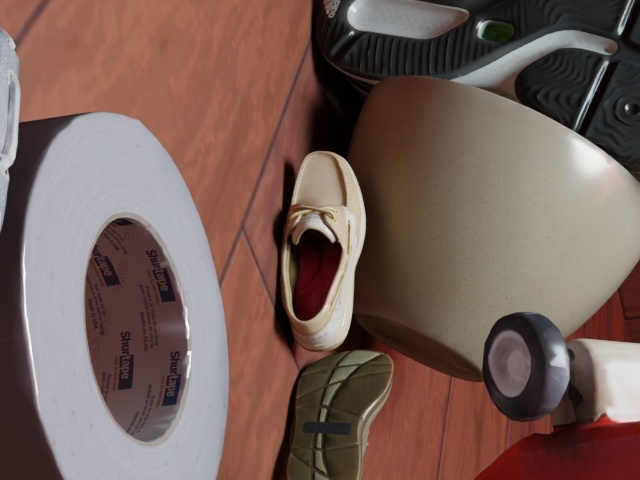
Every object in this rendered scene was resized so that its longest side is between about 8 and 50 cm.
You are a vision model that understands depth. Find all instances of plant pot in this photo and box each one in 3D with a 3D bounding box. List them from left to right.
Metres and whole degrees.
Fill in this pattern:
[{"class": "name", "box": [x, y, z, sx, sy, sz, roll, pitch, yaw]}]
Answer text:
[{"class": "plant pot", "box": [0.127, 0.012, 1.200, 0.191, 0.284, 0.284, -62, 151, -14]}]

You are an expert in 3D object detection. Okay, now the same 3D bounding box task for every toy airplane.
[{"class": "toy airplane", "box": [0.123, 0.244, 0.829, 0.384, 0.386, 0.272, 53, 19, -58]}]

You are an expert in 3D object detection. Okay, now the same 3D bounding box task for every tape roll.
[{"class": "tape roll", "box": [-0.119, 0.047, 0.672, 0.219, 0.072, 0.219, -8, 90, -73]}]

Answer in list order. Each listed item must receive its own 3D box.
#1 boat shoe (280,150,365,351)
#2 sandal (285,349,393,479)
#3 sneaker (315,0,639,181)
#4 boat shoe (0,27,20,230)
[{"class": "boat shoe", "box": [0.000, 0.000, 1.075, 0.059, 0.063, 0.170, 58, 30, -64]}, {"class": "sandal", "box": [0.012, 0.150, 1.046, 0.180, 0.072, 0.049, -73, 165, -50]}, {"class": "sneaker", "box": [0.232, -0.123, 1.268, 0.169, 0.448, 0.257, -65, 155, -12]}, {"class": "boat shoe", "box": [-0.163, 0.017, 0.487, 0.103, 0.118, 0.320, 51, 28, -50]}]
